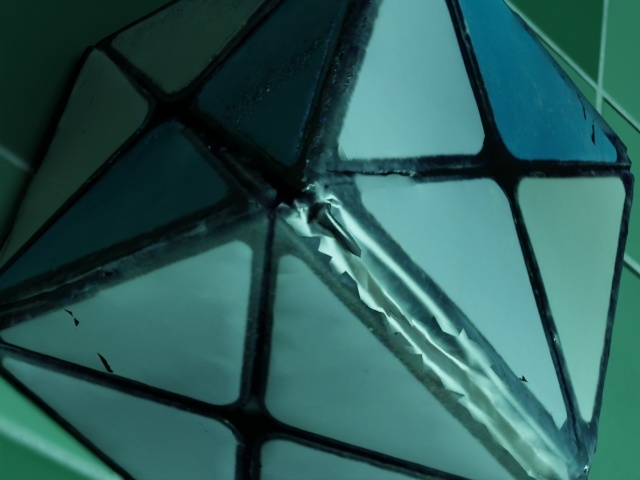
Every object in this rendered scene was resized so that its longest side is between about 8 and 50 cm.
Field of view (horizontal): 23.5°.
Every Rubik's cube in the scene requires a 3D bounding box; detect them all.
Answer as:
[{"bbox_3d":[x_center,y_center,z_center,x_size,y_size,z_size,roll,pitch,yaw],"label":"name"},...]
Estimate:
[{"bbox_3d":[0.000,0.000,1.010,0.310,0.305,0.307,44,45,-27],"label":"Rubik's cube"}]
